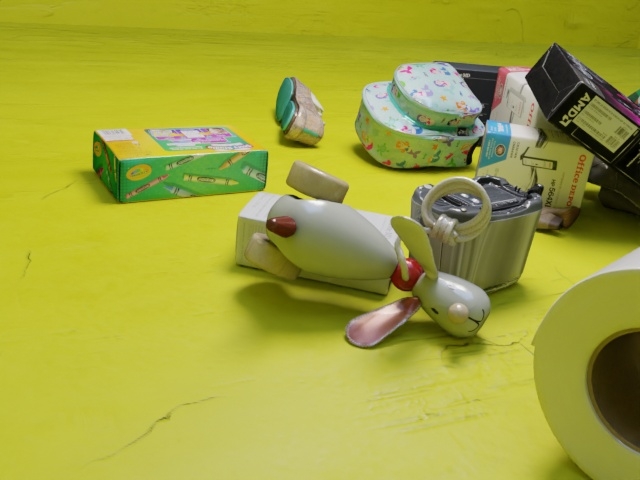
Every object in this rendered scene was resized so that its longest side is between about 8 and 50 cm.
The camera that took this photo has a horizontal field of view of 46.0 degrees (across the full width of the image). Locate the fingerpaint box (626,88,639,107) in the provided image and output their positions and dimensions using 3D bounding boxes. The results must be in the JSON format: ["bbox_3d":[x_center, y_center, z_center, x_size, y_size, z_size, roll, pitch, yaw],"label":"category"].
[{"bbox_3d":[0.931,-0.241,1.660,0.444,0.163,0.371,9,-1,3],"label":"fingerpaint box"}]

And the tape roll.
[{"bbox_3d":[0.360,0.123,0.743,0.169,0.246,0.246,-18,34,-42],"label":"tape roll"}]

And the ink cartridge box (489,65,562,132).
[{"bbox_3d":[0.463,-0.245,1.633,0.117,0.207,0.283,3,24,-6],"label":"ink cartridge box"}]

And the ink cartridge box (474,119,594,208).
[{"bbox_3d":[0.405,-0.136,1.447,0.203,0.148,0.086,10,25,7],"label":"ink cartridge box"}]

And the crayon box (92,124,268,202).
[{"bbox_3d":[-0.255,-0.146,1.374,0.278,0.081,0.165,-7,28,-29],"label":"crayon box"}]

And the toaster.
[{"bbox_3d":[0.229,-0.008,1.117,0.227,0.147,0.129,-12,31,-34],"label":"toaster"}]

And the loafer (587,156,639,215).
[{"bbox_3d":[0.611,-0.090,1.504,0.094,0.087,0.251,23,25,-34],"label":"loafer"}]

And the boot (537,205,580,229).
[{"bbox_3d":[0.417,-0.050,1.394,0.087,0.042,0.118,22,28,35],"label":"boot"}]

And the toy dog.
[{"bbox_3d":[0.053,0.018,0.956,0.333,0.220,0.161,7,8,12],"label":"toy dog"}]

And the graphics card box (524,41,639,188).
[{"bbox_3d":[0.555,-0.193,1.376,0.371,0.094,0.233,31,29,-13],"label":"graphics card box"}]

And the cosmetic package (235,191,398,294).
[{"bbox_3d":[0.000,0.000,1.118,0.231,0.086,0.117,9,25,8],"label":"cosmetic package"}]

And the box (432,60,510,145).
[{"bbox_3d":[0.396,-0.329,1.833,0.261,0.184,0.103,3,25,-10],"label":"box"}]

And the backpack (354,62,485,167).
[{"bbox_3d":[0.209,-0.265,1.631,0.253,0.191,0.225,-9,50,-17],"label":"backpack"}]

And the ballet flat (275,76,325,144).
[{"bbox_3d":[-0.044,-0.296,1.773,0.106,0.108,0.316,22,26,-16],"label":"ballet flat"}]
